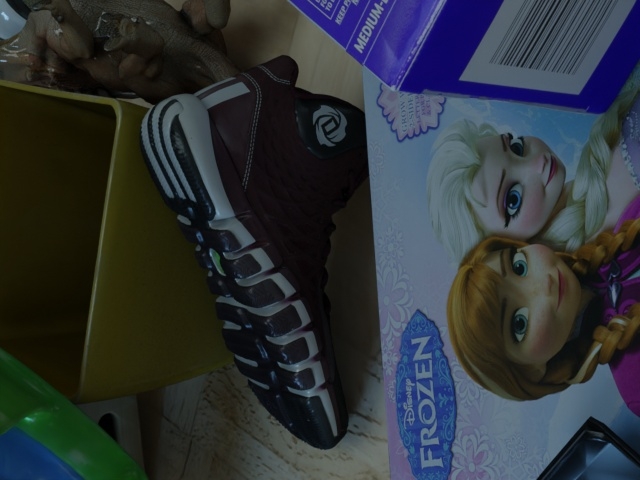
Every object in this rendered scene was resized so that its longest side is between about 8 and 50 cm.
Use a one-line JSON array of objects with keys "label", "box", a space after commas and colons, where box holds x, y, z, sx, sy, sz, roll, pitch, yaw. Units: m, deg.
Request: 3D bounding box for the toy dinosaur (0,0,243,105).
[{"label": "toy dinosaur", "box": [-0.144, -0.152, 1.235, 0.295, 0.200, 0.127, 28, 66, 22]}]

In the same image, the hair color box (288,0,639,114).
[{"label": "hair color box", "box": [0.019, -0.205, 0.865, 0.339, 0.185, 0.110, 47, 120, 34]}]

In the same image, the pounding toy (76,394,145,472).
[{"label": "pounding toy", "box": [-0.235, 0.179, 1.341, 0.206, 0.094, 0.181, 13, 112, 53]}]

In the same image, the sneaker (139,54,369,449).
[{"label": "sneaker", "box": [0.000, 0.000, 1.071, 0.106, 0.162, 0.281, 18, 135, 55]}]

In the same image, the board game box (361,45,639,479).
[{"label": "board game box", "box": [0.158, -0.003, 0.903, 0.318, 0.066, 0.319, -16, 75, 48]}]

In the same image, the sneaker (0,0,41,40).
[{"label": "sneaker", "box": [-0.230, -0.422, 1.371, 0.257, 0.169, 0.448, -22, 78, 38]}]

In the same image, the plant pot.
[{"label": "plant pot", "box": [-0.144, 0.001, 1.172, 0.212, 0.187, 0.212, 14, 97, 50]}]

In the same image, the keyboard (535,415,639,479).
[{"label": "keyboard", "box": [0.190, 0.182, 0.821, 0.180, 0.023, 0.108, 43, 133, 14]}]

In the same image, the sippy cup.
[{"label": "sippy cup", "box": [-0.278, 0.193, 1.080, 0.240, 0.305, 0.224, 24, 68, 33]}]
